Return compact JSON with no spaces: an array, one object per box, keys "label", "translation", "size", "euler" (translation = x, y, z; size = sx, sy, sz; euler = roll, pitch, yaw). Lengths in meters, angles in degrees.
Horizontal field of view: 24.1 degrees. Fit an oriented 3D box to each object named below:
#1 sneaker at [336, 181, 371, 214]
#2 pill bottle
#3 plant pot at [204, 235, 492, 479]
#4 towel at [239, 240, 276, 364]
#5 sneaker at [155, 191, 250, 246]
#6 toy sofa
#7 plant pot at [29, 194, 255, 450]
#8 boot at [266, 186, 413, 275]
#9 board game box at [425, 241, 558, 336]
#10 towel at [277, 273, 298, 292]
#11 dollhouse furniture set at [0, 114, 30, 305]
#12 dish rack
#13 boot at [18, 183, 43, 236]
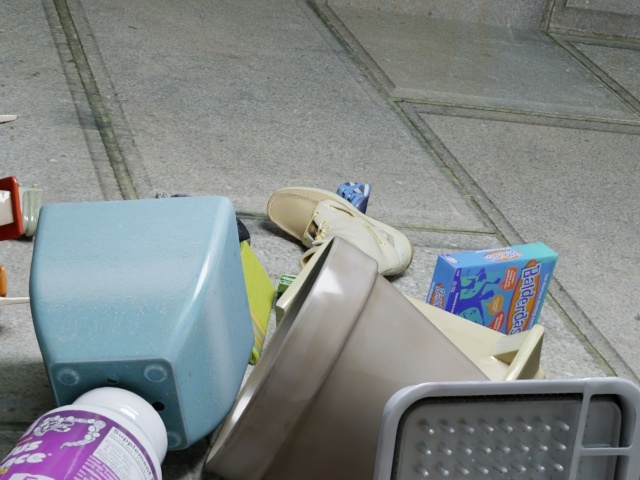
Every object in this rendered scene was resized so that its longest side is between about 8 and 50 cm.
[{"label":"sneaker","translation":[0.054,-0.068,2.636],"size":[0.059,0.053,0.144],"euler":[14,16,0]},{"label":"pill bottle","translation":[-0.266,0.277,1.581],"size":[0.169,0.169,0.301],"euler":[16,24,6]},{"label":"plant pot","translation":[0.057,0.201,1.801],"size":[0.280,0.323,0.323],"euler":[31,24,-3]},{"label":"towel","translation":[-0.106,0.088,2.184],"size":[0.021,0.102,0.237],"euler":[-24,19,14]},{"label":"sneaker","translation":[-0.173,0.005,2.300],"size":[0.146,0.102,0.293],"euler":[6,25,-16]},{"label":"toy sofa","translation":[0.121,0.162,2.089],"size":[0.362,0.177,0.150],"euler":[22,50,20]},{"label":"plant pot","translation":[-0.227,0.121,1.820],"size":[0.247,0.248,0.252],"euler":[-2,36,6]},{"label":"boot","translation":[0.000,0.000,2.398],"size":[0.262,0.095,0.203],"euler":[27,22,16]},{"label":"board game box","translation":[0.250,0.090,2.255],"size":[0.210,0.160,0.047],"euler":[-7,31,-36]},{"label":"towel","translation":[0.010,0.083,2.267],"size":[0.152,0.023,0.113],"euler":[10,-13,-1]},{"label":"dollhouse furniture set","translation":[-0.479,-0.033,2.082],"size":[0.135,0.262,0.259],"euler":[-5,-2,-38]},{"label":"dish rack","translation":[0.198,0.282,1.682],"size":[0.332,0.286,0.072],"euler":[1,14,-24]},{"label":"boot","translation":[-0.520,-0.073,2.332],"size":[0.165,0.077,0.213],"euler":[2,31,-21]}]
